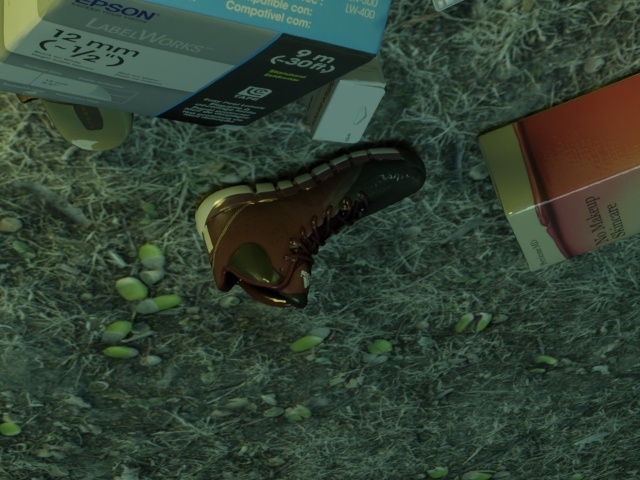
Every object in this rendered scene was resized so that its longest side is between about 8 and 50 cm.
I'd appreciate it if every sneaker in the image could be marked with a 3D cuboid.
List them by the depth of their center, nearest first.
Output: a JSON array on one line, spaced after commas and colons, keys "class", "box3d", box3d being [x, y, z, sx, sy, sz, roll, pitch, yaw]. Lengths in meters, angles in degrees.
[{"class": "sneaker", "box3d": [0.000, 0.000, 1.393, 0.281, 0.162, 0.106, -16, 145, 5]}]

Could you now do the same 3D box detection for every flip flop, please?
[{"class": "flip flop", "box3d": [-0.251, -0.153, 1.145, 0.112, 0.080, 0.277, 1, 152, 8]}]

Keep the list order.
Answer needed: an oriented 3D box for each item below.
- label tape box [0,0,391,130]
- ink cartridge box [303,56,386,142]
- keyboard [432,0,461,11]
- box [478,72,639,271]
[{"class": "label tape box", "box3d": [-0.091, -0.191, 0.906, 0.249, 0.115, 0.347, 8, 168, -31]}, {"class": "ink cartridge box", "box3d": [0.017, -0.170, 1.193, 0.052, 0.122, 0.088, 2, 143, -21]}, {"class": "keyboard", "box3d": [0.112, -0.313, 1.119, 0.072, 0.014, 0.256, -19, 145, 9]}, {"class": "box", "box3d": [0.326, -0.081, 1.419, 0.232, 0.127, 0.148, -22, 145, 11]}]
